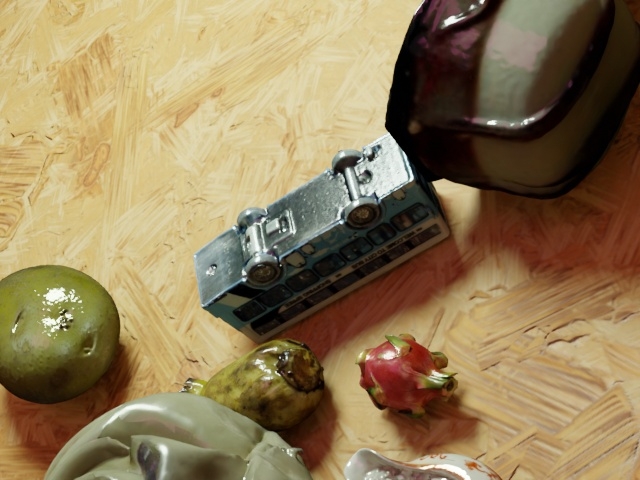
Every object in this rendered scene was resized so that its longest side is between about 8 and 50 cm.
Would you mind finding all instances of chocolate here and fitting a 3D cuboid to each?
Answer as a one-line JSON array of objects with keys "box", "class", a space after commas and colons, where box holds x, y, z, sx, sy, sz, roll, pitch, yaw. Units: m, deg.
[{"box": [0.227, -0.164, 1.420, 0.186, 0.283, 0.284, 32, 81, 36], "class": "chocolate"}]

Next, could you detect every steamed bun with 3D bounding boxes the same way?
[{"box": [-0.162, 0.323, 1.353, 0.342, 0.255, 0.368, -46, 41, 4], "class": "steamed bun"}]

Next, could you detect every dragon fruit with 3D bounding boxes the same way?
[{"box": [0.093, 0.146, 1.412, 0.086, 0.081, 0.116, -46, 40, -16], "class": "dragon fruit"}]

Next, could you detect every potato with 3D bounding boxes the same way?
[{"box": [-0.367, 0.118, 1.747, 0.174, 0.159, 0.251, -38, 27, -27], "class": "potato"}]

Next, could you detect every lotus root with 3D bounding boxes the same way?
[{"box": [-0.079, 0.174, 1.525, 0.190, 0.094, 0.108, -21, 23, 37], "class": "lotus root"}]

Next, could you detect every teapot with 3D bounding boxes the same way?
[{"box": [0.121, 0.286, 1.260, 0.159, 0.116, 0.245, -45, 38, -18], "class": "teapot"}]

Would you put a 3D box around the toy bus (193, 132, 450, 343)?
[{"box": [0.000, 0.000, 1.560, 0.297, 0.131, 0.106, -30, 44, 16], "class": "toy bus"}]
